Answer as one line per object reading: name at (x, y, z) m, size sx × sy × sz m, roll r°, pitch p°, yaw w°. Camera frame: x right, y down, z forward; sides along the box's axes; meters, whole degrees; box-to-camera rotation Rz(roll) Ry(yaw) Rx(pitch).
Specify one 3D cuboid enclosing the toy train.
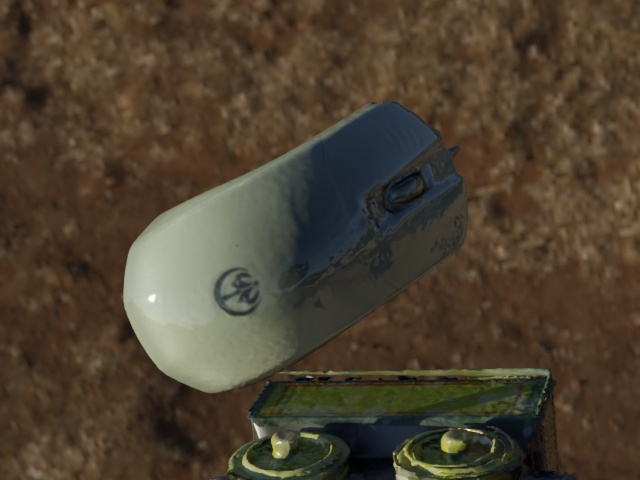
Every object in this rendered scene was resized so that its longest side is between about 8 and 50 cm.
toy train at (0.048, 0.173, 1.210) m, size 0.261 × 0.134 × 0.177 m, roll -2°, pitch 17°, yaw 15°

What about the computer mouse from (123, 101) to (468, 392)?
computer mouse at (0.000, 0.000, 0.815) m, size 0.182 × 0.089 × 0.056 m, roll -31°, pitch 11°, yaw -21°
